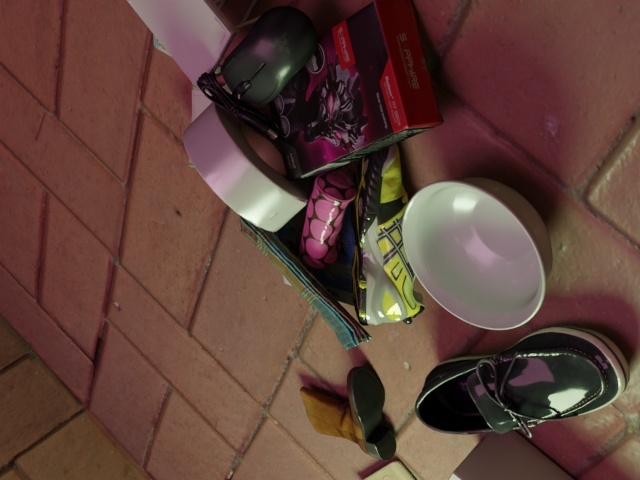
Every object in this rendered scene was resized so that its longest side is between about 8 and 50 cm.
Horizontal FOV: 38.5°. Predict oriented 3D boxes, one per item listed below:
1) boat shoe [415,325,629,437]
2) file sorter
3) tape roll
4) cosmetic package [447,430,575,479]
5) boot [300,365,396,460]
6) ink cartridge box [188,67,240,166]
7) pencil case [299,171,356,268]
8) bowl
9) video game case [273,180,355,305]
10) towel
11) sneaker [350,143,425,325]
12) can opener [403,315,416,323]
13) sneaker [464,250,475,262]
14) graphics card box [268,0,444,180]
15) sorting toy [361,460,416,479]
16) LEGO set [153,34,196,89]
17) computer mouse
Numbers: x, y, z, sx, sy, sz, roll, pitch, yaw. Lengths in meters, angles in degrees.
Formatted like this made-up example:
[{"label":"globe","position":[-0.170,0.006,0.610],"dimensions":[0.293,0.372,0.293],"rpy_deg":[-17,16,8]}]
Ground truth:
[{"label":"boat shoe","position":[0.373,0.290,1.779],"dimensions":[0.500,0.156,0.187],"rpy_deg":[-22,99,51]},{"label":"file sorter","position":[-0.235,-0.484,1.819],"dimensions":[0.278,0.173,0.193],"rpy_deg":[51,144,5]},{"label":"tape roll","position":[-0.143,-0.156,1.869],"dimensions":[0.100,0.286,0.286],"rpy_deg":[-41,84,17]},{"label":"cosmetic package","position":[0.442,0.572,1.885],"dimensions":[0.365,0.197,0.155],"rpy_deg":[39,141,22]},{"label":"boot","position":[0.053,0.401,2.289],"dimensions":[0.280,0.096,0.264],"rpy_deg":[12,134,51]},{"label":"ink cartridge box","position":[-0.222,-0.274,2.069],"dimensions":[0.171,0.056,0.235],"rpy_deg":[12,102,41]},{"label":"pencil case","position":[0.017,-0.043,1.850],"dimensions":[0.095,0.098,0.209],"rpy_deg":[59,150,33]},{"label":"bowl","position":[0.302,0.001,1.647],"dimensions":[0.297,0.134,0.298],"rpy_deg":[27,135,31]},{"label":"video game case","position":[0.000,0.000,2.031],"dimensions":[0.244,0.061,0.270],"rpy_deg":[15,128,39]},{"label":"towel","position":[-0.043,0.089,1.965],"dimensions":[0.370,0.040,0.271],"rpy_deg":[46,172,3]},{"label":"sneaker","position":[0.140,-0.019,1.828],"dimensions":[0.145,0.147,0.385],"rpy_deg":[-108,17,-68]},{"label":"can opener","position":[0.147,0.098,1.949],"dimensions":[0.073,0.059,0.186],"rpy_deg":[-17,104,51]},{"label":"sneaker","position":[0.287,0.081,1.787],"dimensions":[0.053,0.059,0.144],"rpy_deg":[20,130,40]},{"label":"graphics card box","position":[0.046,-0.268,1.702],"dimensions":[0.370,0.094,0.233],"rpy_deg":[-18,86,53]},{"label":"sorting toy","position":[0.204,0.665,2.347],"dimensions":[0.193,0.038,0.208],"rpy_deg":[49,138,7]},{"label":"LEGO set","position":[-0.308,-0.454,2.015],"dimensions":[0.244,0.060,0.183],"rpy_deg":[34,138,30]},{"label":"computer mouse","position":[-0.107,-0.311,1.697],"dimensions":[0.188,0.072,0.272],"rpy_deg":[36,129,-9]}]
